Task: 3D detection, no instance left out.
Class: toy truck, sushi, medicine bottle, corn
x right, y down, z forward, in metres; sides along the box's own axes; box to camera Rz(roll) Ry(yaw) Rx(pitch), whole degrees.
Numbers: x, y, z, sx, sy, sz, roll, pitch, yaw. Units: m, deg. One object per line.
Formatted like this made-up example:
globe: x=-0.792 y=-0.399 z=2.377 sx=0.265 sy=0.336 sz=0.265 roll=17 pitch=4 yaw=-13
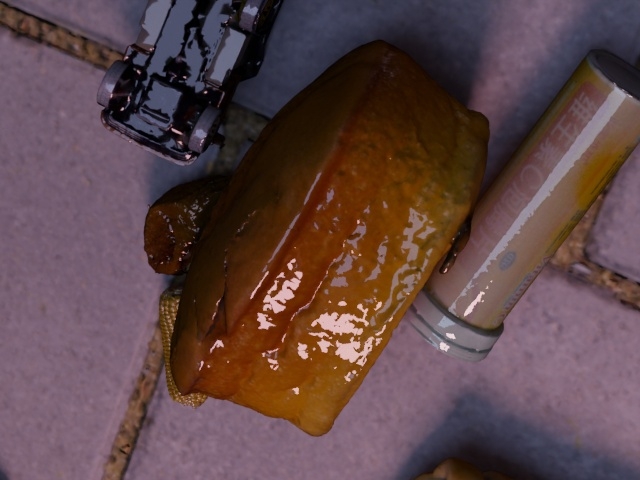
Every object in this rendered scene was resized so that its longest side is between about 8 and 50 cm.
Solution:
toy truck: x=-0.072 y=-0.151 z=1.311 sx=0.083 sy=0.092 sz=0.192 roll=26 pitch=107 yaw=5
sushi: x=-0.093 y=-0.014 z=1.394 sx=0.050 sy=0.047 sz=0.099 roll=50 pitch=133 yaw=7
medicine bottle: x=0.138 y=-0.023 z=1.308 sx=0.074 sy=0.074 sz=0.218 roll=35 pitch=114 yaw=1
corn: x=-0.096 y=0.075 z=1.431 sx=0.037 sy=0.037 sz=0.092 roll=3 pitch=110 yaw=15

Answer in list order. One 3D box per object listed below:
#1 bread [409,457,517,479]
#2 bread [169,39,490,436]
bread: x=0.146 y=0.236 z=1.398 sx=0.225 sy=0.081 sz=0.134 roll=24 pitch=110 yaw=8
bread: x=0.000 y=0.000 z=1.290 sx=0.142 sy=0.195 sz=0.270 roll=27 pitch=119 yaw=-6
